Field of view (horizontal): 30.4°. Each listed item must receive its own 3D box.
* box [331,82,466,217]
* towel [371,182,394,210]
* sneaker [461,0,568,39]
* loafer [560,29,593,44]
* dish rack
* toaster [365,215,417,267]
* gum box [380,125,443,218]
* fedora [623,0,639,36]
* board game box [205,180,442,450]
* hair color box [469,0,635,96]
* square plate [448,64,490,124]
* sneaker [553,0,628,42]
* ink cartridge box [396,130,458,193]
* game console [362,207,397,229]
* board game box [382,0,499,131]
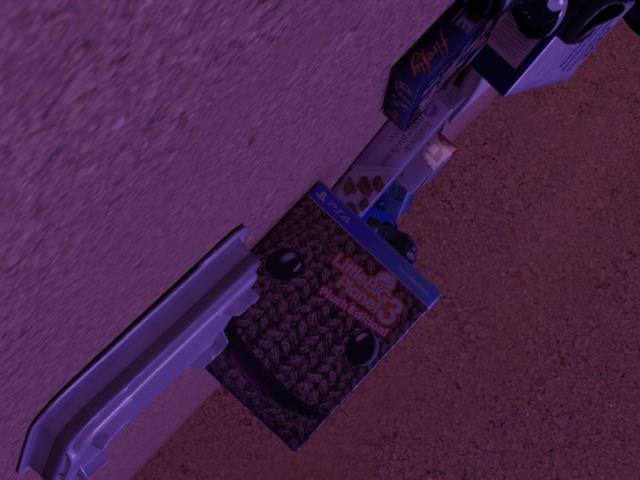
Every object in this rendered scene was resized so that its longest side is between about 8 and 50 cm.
[{"bbox_3d":[0.097,-0.121,1.796,0.324,0.063,0.067,-50,177,38],"label":"box"},{"bbox_3d":[0.118,-0.111,2.058,0.067,0.029,0.119,94,15,-81],"label":"towel"},{"bbox_3d":[0.198,-0.263,1.252,0.121,0.079,0.217,-42,157,-12],"label":"sneaker"},{"bbox_3d":[0.363,-0.370,1.577,0.251,0.094,0.087,-64,168,-13],"label":"loafer"},{"bbox_3d":[-0.195,0.148,1.342,0.333,0.072,0.285,-44,176,-29],"label":"dish rack"},{"bbox_3d":[0.069,0.071,1.981,0.146,0.129,0.227,-155,-98,-76],"label":"toaster"},{"bbox_3d":[0.171,-0.139,2.168,0.157,0.041,0.184,-29,141,-76],"label":"gum box"},{"bbox_3d":[0.605,-0.490,2.038,0.152,0.334,0.334,-18,156,-44],"label":"fedora"},{"bbox_3d":[-0.019,0.109,1.631,0.291,0.232,0.141,-47,176,-10],"label":"board game box"},{"bbox_3d":[0.352,-0.329,1.801,0.174,0.105,0.347,-50,167,26],"label":"hair color box"},{"bbox_3d":[0.368,-0.389,2.140,0.344,0.049,0.347,-46,176,-13],"label":"square plate"},{"bbox_3d":[0.355,-0.367,1.483,0.296,0.147,0.104,-47,175,-10],"label":"sneaker"},{"bbox_3d":[0.153,-0.144,1.910,0.056,0.099,0.135,-49,176,31],"label":"ink cartridge box"},{"bbox_3d":[0.000,0.000,2.269,0.293,0.173,0.250,-45,145,-34],"label":"game console"},{"bbox_3d":[0.152,-0.228,1.457,0.165,0.042,0.243,-47,176,-3],"label":"board game box"}]
